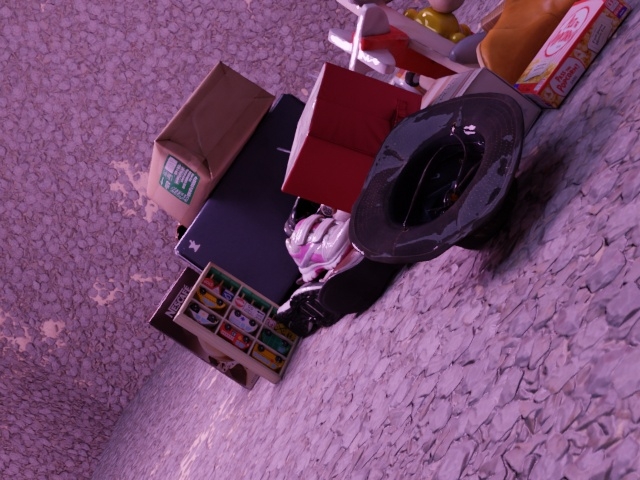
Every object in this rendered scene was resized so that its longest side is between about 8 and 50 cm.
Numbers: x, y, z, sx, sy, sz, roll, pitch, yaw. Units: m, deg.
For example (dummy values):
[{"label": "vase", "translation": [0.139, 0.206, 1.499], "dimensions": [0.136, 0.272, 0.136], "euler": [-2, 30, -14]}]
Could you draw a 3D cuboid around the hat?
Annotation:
[{"label": "hat", "translation": [0.202, -0.072, 1.228], "dimensions": [0.331, 0.134, 0.331], "euler": [-34, 38, 32]}]

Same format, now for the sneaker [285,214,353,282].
[{"label": "sneaker", "translation": [0.000, 0.000, 1.655], "dimensions": [0.103, 0.111, 0.252], "euler": [-47, 8, -36]}]

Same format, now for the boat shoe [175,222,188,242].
[{"label": "boat shoe", "translation": [-0.372, -0.025, 2.232], "dimensions": [0.073, 0.073, 0.207], "euler": [-53, 0, -27]}]

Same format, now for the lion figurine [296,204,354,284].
[{"label": "lion figurine", "translation": [0.071, -0.059, 1.821], "dimensions": [0.240, 0.142, 0.392], "euler": [-52, 1, -40]}]

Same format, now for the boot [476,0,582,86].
[{"label": "boot", "translation": [0.403, -0.395, 1.495], "dimensions": [0.211, 0.104, 0.295], "euler": [-30, 36, 33]}]

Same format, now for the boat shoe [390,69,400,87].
[{"label": "boat shoe", "translation": [0.229, -0.390, 2.302], "dimensions": [0.305, 0.091, 0.109], "euler": [-55, -27, -14]}]

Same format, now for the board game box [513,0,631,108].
[{"label": "board game box", "translation": [0.405, -0.308, 1.326], "dimensions": [0.193, 0.045, 0.147], "euler": [-54, 10, 5]}]

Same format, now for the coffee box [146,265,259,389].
[{"label": "coffee box", "translation": [-0.258, 0.215, 1.984], "dimensions": [0.168, 0.297, 0.119], "euler": [-58, 10, -13]}]

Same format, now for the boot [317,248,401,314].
[{"label": "boot", "translation": [0.113, -0.007, 1.581], "dimensions": [0.264, 0.096, 0.280], "euler": [-56, 4, 35]}]

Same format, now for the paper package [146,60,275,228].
[{"label": "paper package", "translation": [-0.281, -0.230, 2.015], "dimensions": [0.309, 0.168, 0.325], "euler": [-58, 3, -27]}]

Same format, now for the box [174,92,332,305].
[{"label": "box", "translation": [-0.119, -0.076, 2.142], "dimensions": [0.480, 0.297, 0.472], "euler": [-56, 0, -5]}]

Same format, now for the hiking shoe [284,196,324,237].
[{"label": "hiking shoe", "translation": [0.004, -0.104, 1.842], "dimensions": [0.227, 0.086, 0.114], "euler": [-57, -3, -21]}]

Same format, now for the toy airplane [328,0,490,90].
[{"label": "toy airplane", "translation": [0.212, -0.461, 1.754], "dimensions": [0.272, 0.386, 0.384], "euler": [-62, 8, 19]}]

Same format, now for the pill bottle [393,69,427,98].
[{"label": "pill bottle", "translation": [0.303, -0.481, 2.159], "dimensions": [0.216, 0.121, 0.121], "euler": [-54, 10, 8]}]

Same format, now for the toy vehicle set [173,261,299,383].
[{"label": "toy vehicle set", "translation": [-0.175, 0.182, 1.795], "dimensions": [0.035, 0.267, 0.166], "euler": [-46, 14, 46]}]

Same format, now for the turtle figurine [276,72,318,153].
[{"label": "turtle figurine", "translation": [0.015, -0.266, 1.793], "dimensions": [0.198, 0.274, 0.266], "euler": [-45, -5, -12]}]

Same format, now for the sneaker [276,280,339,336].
[{"label": "sneaker", "translation": [-0.012, 0.124, 1.718], "dimensions": [0.108, 0.100, 0.271], "euler": [-54, 8, -24]}]

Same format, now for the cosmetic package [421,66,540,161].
[{"label": "cosmetic package", "translation": [0.256, -0.209, 1.457], "dimensions": [0.153, 0.129, 0.296], "euler": [-55, 10, 1]}]

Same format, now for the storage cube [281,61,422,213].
[{"label": "storage cube", "translation": [0.057, -0.180, 1.487], "dimensions": [0.215, 0.193, 0.184], "euler": [119, 166, -56]}]

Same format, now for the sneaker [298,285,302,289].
[{"label": "sneaker", "translation": [-0.044, 0.149, 1.938], "dimensions": [0.067, 0.042, 0.118], "euler": [-53, 12, -11]}]
